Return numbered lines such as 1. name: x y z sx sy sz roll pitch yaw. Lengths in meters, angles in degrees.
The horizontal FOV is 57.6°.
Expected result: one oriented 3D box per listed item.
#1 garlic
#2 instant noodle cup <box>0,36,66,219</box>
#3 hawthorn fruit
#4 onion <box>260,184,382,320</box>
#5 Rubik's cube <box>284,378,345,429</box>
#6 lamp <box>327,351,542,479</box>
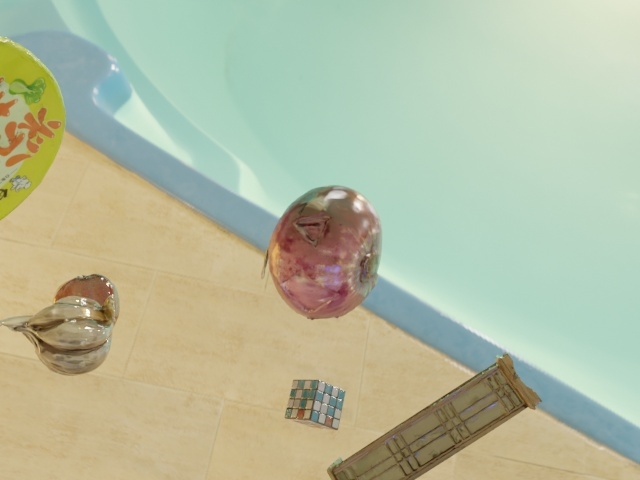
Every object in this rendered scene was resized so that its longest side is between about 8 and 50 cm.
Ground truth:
1. garlic: -0.415 0.145 0.902 0.194 0.131 0.127 13 52 -36
2. instant noodle cup: -0.490 -0.162 0.658 0.221 0.311 0.311 41 66 15
3. hawthorn fruit: -0.592 0.182 1.482 0.168 0.169 0.188 -7 85 -11
4. onion: 0.011 0.005 0.912 0.207 0.201 0.201 -22 67 -24
5. Rubik's cube: -0.012 0.375 1.332 0.092 0.092 0.092 32 60 -34
6. lamp: 0.168 0.292 0.879 0.325 0.090 0.089 -36 73 6
